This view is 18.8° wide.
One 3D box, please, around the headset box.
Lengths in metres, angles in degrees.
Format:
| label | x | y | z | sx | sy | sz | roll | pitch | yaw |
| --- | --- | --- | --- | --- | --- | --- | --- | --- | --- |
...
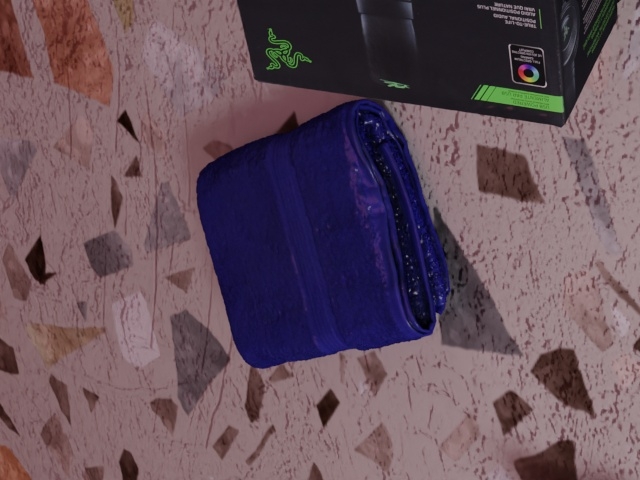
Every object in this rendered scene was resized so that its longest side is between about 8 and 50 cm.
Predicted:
| label | x | y | z | sx | sy | sz | roll | pitch | yaw |
| --- | --- | --- | --- | --- | --- | --- | --- | --- | --- |
| headset box | 0.064 | -0.224 | 1.322 | 0.246 | 0.131 | 0.283 | 11 | 137 | 22 |

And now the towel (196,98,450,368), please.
| label | x | y | z | sx | sy | sz | roll | pitch | yaw |
| --- | --- | --- | --- | --- | --- | --- | --- | --- | --- |
| towel | 0.000 | 0.000 | 1.873 | 0.308 | 0.076 | 0.228 | -17 | 87 | 55 |

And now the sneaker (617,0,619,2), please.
| label | x | y | z | sx | sy | sz | roll | pitch | yaw |
| --- | --- | --- | --- | --- | --- | --- | --- | --- | --- |
| sneaker | 0.186 | -0.281 | 1.432 | 0.202 | 0.185 | 0.483 | 39 | 141 | -12 |
